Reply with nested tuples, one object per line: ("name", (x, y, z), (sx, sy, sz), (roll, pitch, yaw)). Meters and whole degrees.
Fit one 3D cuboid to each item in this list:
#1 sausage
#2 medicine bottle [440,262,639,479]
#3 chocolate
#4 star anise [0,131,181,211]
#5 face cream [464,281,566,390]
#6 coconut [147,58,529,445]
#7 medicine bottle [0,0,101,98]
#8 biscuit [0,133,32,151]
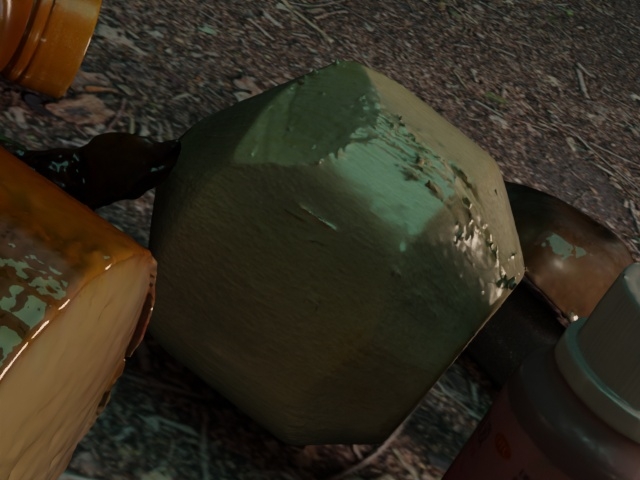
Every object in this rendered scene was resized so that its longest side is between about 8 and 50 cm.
("sausage", (-0.255, 0.025, 0.867), (0.287, 0.233, 0.233), (36, 26, 10))
("medicine bottle", (0.169, 0.139, 1.080), (0.147, 0.247, 0.147), (24, 26, -12))
("chocolate", (0.204, 0.012, 1.434), (0.161, 0.083, 0.261), (44, 4, -13))
("star anise", (-0.170, -0.003, 1.122), (0.140, 0.158, 0.144), (2, 78, -39))
("face cream", (0.177, 0.104, 1.352), (0.073, 0.073, 0.283), (1, 38, -45))
("coconut", (0.000, 0.000, 1.164), (0.247, 0.245, 0.245), (40, 27, 7))
("medicine bottle", (-0.295, -0.198, 1.356), (0.222, 0.112, 0.149), (20, 27, -19))
("biscuit", (-0.258, -0.028, 1.174), (0.121, 0.040, 0.199), (33, 26, -2))
